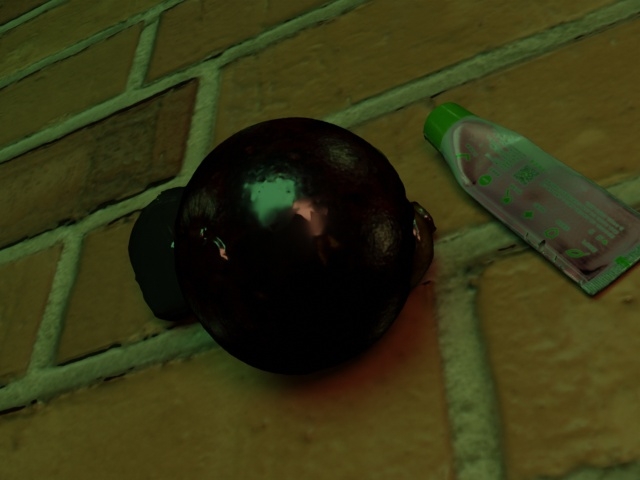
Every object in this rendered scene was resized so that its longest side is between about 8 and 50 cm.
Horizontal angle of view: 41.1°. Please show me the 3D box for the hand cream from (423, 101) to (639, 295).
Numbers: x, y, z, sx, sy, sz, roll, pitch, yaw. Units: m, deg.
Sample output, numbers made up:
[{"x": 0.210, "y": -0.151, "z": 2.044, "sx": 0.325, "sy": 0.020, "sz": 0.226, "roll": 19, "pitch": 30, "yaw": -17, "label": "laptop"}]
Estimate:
[{"x": 0.192, "y": -0.052, "z": 0.792, "sx": 0.079, "sy": 0.050, "sz": 0.275, "roll": -56, "pitch": 43, "yaw": 14, "label": "hand cream"}]

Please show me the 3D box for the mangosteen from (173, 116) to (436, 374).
[{"x": 0.000, "y": 0.000, "z": 0.763, "sx": 0.265, "sy": 0.228, "sz": 0.228, "roll": -10, "pitch": 22, "yaw": -39, "label": "mangosteen"}]

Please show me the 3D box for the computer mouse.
[{"x": -0.157, "y": -0.001, "z": 0.960, "sx": 0.122, "sy": 0.073, "sz": 0.217, "roll": -34, "pitch": 41, "yaw": 1, "label": "computer mouse"}]
